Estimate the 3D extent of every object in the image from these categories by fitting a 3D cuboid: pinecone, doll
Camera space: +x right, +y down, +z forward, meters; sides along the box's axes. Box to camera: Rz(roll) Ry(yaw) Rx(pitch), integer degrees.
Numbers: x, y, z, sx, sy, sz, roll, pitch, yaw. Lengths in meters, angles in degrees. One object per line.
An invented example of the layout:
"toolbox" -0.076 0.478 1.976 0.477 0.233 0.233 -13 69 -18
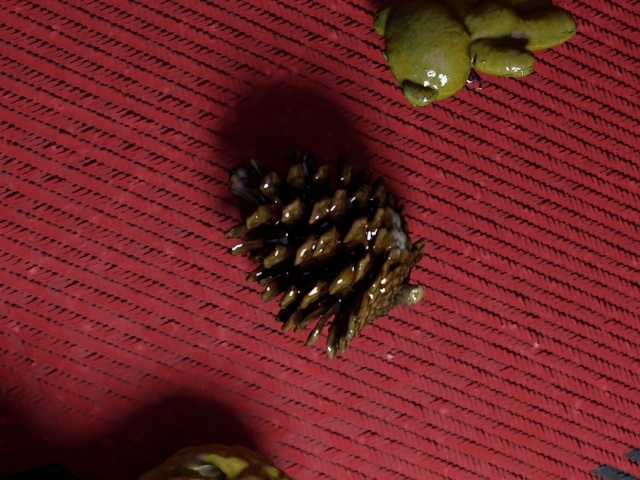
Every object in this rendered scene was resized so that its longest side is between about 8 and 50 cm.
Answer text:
"pinecone" 0.001 -0.002 1.859 0.168 0.185 0.212 -35 84 3
"doll" 0.158 -0.200 1.940 0.209 0.097 0.137 -14 57 -21

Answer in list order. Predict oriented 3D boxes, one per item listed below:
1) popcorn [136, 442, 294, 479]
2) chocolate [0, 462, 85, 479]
"popcorn" -0.117 0.321 1.833 0.250 0.190 0.250 -2 103 -7
"chocolate" -0.320 0.427 1.642 0.383 0.331 0.384 6 106 23
